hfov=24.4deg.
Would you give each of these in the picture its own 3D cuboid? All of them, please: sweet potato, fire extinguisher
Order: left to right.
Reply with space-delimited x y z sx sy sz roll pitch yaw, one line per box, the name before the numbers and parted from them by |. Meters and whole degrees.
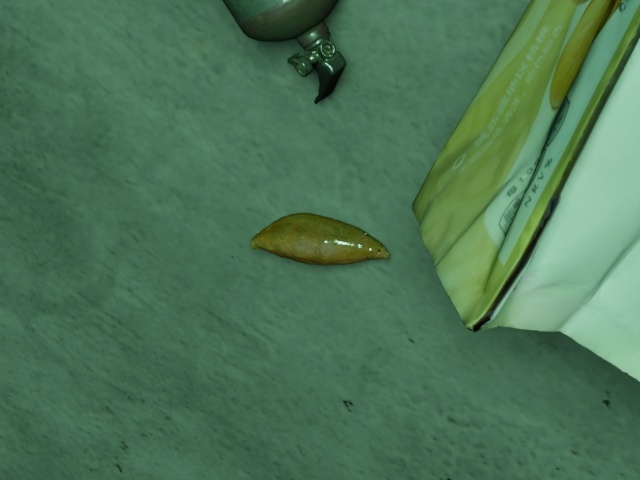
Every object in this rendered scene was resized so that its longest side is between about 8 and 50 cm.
fire extinguisher | -0.055 -0.198 0.869 0.268 0.072 0.089 58 161 -13
sweet potato | 0.000 0.000 0.975 0.095 0.034 0.034 6 120 12

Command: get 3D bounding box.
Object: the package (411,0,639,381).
package | 0.189 -0.090 0.677 0.165 0.221 0.311 26 103 -10
